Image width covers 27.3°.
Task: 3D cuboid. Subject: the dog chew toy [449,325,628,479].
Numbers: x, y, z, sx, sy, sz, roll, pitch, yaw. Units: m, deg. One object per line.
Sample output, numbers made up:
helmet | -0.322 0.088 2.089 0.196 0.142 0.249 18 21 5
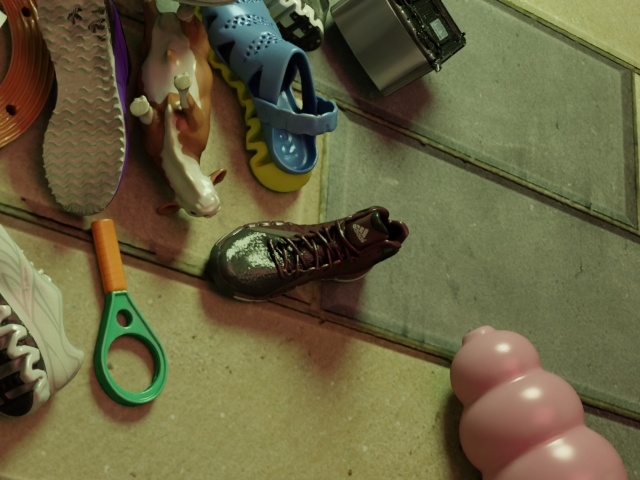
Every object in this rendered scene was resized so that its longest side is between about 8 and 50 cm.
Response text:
dog chew toy | 0.287 0.275 1.830 0.206 0.206 0.332 -15 74 -41

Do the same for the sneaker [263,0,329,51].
sneaker | -0.072 -0.381 1.889 0.234 0.078 0.106 42 49 -22

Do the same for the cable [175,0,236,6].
cable | -0.194 -0.393 1.644 0.257 0.089 0.257 20 34 -16

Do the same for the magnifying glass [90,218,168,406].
magnifying glass | -0.242 0.086 1.597 0.092 0.026 0.231 -5 75 -39

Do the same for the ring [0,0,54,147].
ring | -0.469 -0.249 1.551 0.336 0.032 0.336 15 64 -32

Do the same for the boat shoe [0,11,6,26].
boat shoe | -0.459 -0.181 1.443 0.091 0.109 0.305 42 46 -16

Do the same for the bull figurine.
bull figurine | -0.184 -0.180 1.671 0.101 0.188 0.310 -9 65 -1

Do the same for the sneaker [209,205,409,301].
sneaker | 0.000 0.000 1.729 0.281 0.162 0.106 -11 79 -41

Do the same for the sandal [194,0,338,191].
sandal | -0.064 -0.233 1.794 0.126 0.138 0.317 -23 85 -39

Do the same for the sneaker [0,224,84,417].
sneaker | -0.362 0.048 1.476 0.118 0.110 0.292 -30 100 -49

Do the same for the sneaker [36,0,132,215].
sneaker | -0.275 -0.179 1.625 0.146 0.102 0.293 -35 124 -82

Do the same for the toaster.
toaster | 0.119 -0.318 1.966 0.168 0.110 0.185 56 30 -6
